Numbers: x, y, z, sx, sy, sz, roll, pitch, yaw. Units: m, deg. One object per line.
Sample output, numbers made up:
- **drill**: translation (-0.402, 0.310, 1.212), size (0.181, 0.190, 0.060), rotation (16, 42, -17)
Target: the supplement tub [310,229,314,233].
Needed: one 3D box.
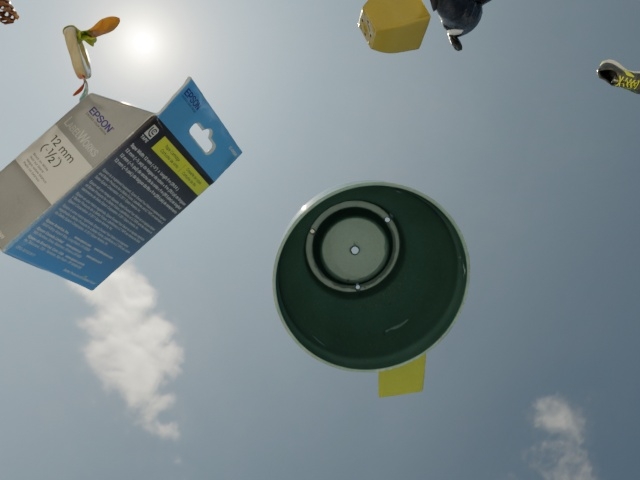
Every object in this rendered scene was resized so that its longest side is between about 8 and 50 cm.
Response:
- **supplement tub**: translation (0.000, 0.000, 1.407), size (0.107, 0.071, 0.071), rotation (7, -81, 29)

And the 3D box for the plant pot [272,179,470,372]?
- **plant pot**: translation (0.065, 0.034, 1.088), size (0.293, 0.196, 0.293), rotation (-2, -75, -7)

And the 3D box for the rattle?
- **rattle**: translation (-0.538, -0.434, 1.648), size (0.130, 0.142, 0.200), rotation (108, -34, -49)

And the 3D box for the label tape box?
- **label tape box**: translation (-0.311, -0.099, 1.052), size (0.347, 0.249, 0.115), rotation (-44, -109, -4)

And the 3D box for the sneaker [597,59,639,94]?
- **sneaker**: translation (0.413, -0.216, 0.930), size (0.083, 0.035, 0.031), rotation (33, -43, 27)

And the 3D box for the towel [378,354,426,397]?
- **towel**: translation (0.168, 0.248, 1.425), size (0.102, 0.021, 0.237), rotation (-7, -46, -2)

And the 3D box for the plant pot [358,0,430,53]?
- **plant pot**: translation (0.106, -0.336, 1.045), size (0.083, 0.081, 0.081), rotation (-21, -107, -14)

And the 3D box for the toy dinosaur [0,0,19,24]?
- **toy dinosaur**: translation (-0.534, -0.371, 0.881), size (0.321, 0.218, 0.164), rotation (13, -55, 21)

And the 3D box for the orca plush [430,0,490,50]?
- **orca plush**: translation (0.231, -0.401, 1.086), size (0.102, 0.287, 0.151), rotation (-17, -98, 18)
